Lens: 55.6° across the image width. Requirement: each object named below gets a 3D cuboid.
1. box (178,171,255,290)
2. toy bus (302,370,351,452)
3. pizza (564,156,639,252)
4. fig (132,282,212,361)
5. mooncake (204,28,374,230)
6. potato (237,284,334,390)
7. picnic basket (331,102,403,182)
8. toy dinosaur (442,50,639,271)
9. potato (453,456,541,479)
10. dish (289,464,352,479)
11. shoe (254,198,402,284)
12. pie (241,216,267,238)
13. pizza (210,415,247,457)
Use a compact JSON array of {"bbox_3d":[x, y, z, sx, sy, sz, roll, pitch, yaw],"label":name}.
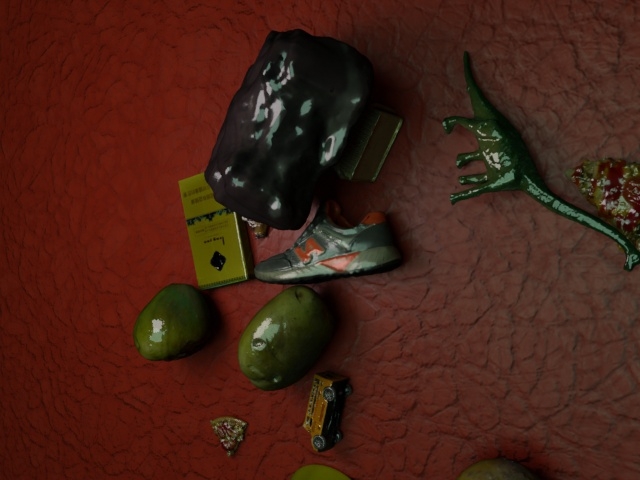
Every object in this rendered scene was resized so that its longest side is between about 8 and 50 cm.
[{"bbox_3d":[-0.250,-0.028,1.456,0.153,0.041,0.278,-14,85,28],"label":"box"},{"bbox_3d":[0.010,0.369,1.310,0.074,0.070,0.162,16,97,37],"label":"toy bus"},{"bbox_3d":[0.506,-0.084,1.024,0.199,0.062,0.188,25,102,28],"label":"pizza"},{"bbox_3d":[-0.346,0.195,1.441,0.181,0.181,0.190,1,75,29],"label":"fig"},{"bbox_3d":[-0.079,-0.222,1.189,0.212,0.351,0.380,23,90,-16],"label":"mooncake"},{"bbox_3d":[-0.072,0.212,1.284,0.228,0.197,0.148,-38,59,-6],"label":"potato"},{"bbox_3d":[0.084,-0.200,1.222,0.080,0.115,0.164,33,107,26],"label":"picnic basket"},{"bbox_3d":[0.373,-0.156,1.067,0.301,0.087,0.446,-8,84,36],"label":"toy dinosaur"},{"bbox_3d":[0.312,0.522,1.079,0.229,0.229,0.265,4,89,29],"label":"potato"},{"bbox_3d":[-0.015,0.631,1.312,0.221,0.108,0.262,24,103,27],"label":"dish"},{"bbox_3d":[0.000,0.000,1.275,0.337,0.132,0.170,-10,82,27],"label":"shoe"},{"bbox_3d":[-0.135,-0.088,1.394,0.092,0.034,0.169,27,105,22],"label":"pie"},{"bbox_3d":[-0.216,0.459,1.462,0.099,0.029,0.100,-40,74,23],"label":"pizza"}]
